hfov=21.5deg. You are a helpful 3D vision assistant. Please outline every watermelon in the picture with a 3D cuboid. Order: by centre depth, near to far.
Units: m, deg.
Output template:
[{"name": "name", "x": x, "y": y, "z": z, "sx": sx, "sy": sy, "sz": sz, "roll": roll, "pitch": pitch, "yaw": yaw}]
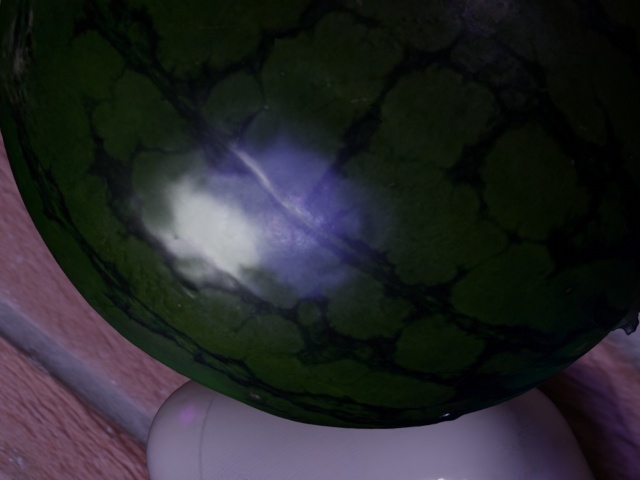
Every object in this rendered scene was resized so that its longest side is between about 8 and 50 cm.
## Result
[{"name": "watermelon", "x": 0.019, "y": -0.073, "z": 0.839, "sx": 0.363, "sy": 0.363, "sz": 0.363, "roll": 16, "pitch": 139, "yaw": 15}]

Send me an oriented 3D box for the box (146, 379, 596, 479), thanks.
[{"name": "box", "x": 0.052, "y": 0.215, "z": 1.273, "sx": 0.349, "sy": 0.141, "sz": 0.289, "roll": -3, "pitch": 132, "yaw": 33}]
